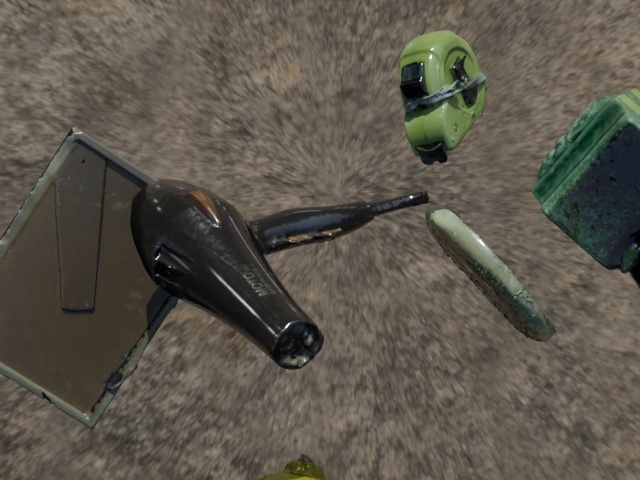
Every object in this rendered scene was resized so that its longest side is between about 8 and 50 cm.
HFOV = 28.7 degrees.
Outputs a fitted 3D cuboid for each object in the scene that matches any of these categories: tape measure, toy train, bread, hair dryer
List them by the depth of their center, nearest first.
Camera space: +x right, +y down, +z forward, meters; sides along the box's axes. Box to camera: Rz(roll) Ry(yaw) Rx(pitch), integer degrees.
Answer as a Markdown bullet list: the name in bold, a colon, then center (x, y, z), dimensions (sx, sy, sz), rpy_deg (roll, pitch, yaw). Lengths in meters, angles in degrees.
- **toy train**: center (0.348, -0.043, 1.256), dimensions (0.238, 0.299, 0.167), rpy_deg (42, 110, 8)
- **hair dryer**: center (0.000, 0.000, 1.302), dimensions (0.360, 0.304, 0.120), rpy_deg (-16, 123, -32)
- **tape measure**: center (0.172, -0.216, 1.755), dimensions (0.088, 0.177, 0.154), rpy_deg (-11, 115, 36)
- **bread**: center (0.240, 0.049, 1.807), dimensions (0.040, 0.267, 0.267), rpy_deg (-42, 91, 0)

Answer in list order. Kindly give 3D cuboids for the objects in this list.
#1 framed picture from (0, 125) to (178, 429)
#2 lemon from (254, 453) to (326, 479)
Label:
- **framed picture**: center (-0.263, 0.043, 1.389), dimensions (0.209, 0.019, 0.281), rpy_deg (35, 91, -8)
- **lemon**: center (-0.048, 0.375, 1.481), dimensions (0.184, 0.184, 0.248), rpy_deg (20, 56, 0)
